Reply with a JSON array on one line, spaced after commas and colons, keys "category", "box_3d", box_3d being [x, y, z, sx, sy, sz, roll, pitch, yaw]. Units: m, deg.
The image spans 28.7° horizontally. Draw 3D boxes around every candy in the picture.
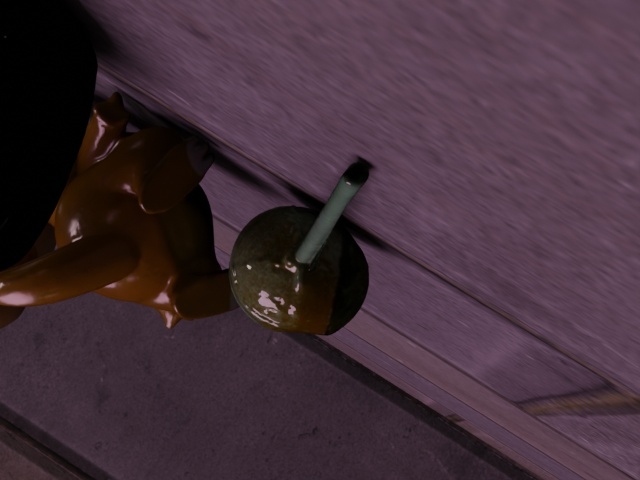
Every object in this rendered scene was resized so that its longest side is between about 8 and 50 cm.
[{"category": "candy", "box_3d": [0.000, 0.000, 0.472, 0.061, 0.061, 0.202, 33, 166, 0]}]

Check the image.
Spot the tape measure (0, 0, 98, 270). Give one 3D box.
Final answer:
[{"category": "tape measure", "box_3d": [-0.184, -0.067, 0.447, 0.202, 0.135, 0.223, 23, 178, -6]}]

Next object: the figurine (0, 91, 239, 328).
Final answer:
[{"category": "figurine", "box_3d": [-0.119, -0.009, 0.618, 0.176, 0.122, 0.121, 36, 147, 63]}]

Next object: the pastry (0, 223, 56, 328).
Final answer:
[{"category": "pastry", "box_3d": [-0.289, -0.067, 0.739, 0.316, 0.184, 0.284, 27, -176, 40]}]
